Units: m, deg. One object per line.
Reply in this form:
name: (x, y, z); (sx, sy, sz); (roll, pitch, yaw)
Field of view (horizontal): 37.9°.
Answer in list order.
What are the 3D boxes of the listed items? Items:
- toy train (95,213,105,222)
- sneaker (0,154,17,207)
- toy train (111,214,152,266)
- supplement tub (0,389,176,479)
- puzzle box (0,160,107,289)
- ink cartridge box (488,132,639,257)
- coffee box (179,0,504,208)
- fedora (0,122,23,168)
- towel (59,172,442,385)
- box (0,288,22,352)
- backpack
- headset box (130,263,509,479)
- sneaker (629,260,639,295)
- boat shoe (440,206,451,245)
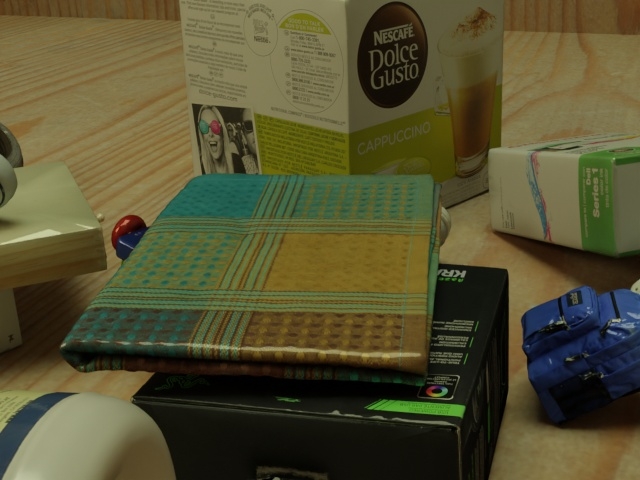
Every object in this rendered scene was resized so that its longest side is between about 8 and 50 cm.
toy train: (-0.372, -0.048, 1.241); (0.125, 0.166, 0.046); (-21, 58, 8)
sneaker: (-0.433, -0.044, 0.938); (0.258, 0.094, 0.091); (-2, 39, 15)
toy train: (-0.123, 0.031, 1.025); (0.105, 0.143, 0.248); (26, 27, 25)
supplement tub: (-0.259, 0.195, 0.501); (0.325, 0.235, 0.235); (1, 22, 8)
puzzle box: (-0.454, 0.002, 0.988); (0.409, 0.052, 0.272); (-11, 24, -19)
ink cartridge box: (0.363, -0.066, 1.160); (0.201, 0.117, 0.278); (-9, 10, -18)
coffee box: (0.036, -0.229, 1.375); (0.338, 0.334, 0.338); (19, 31, 41)
fedora: (-0.573, -0.105, 1.355); (0.244, 0.124, 0.275); (32, 26, 8)
towel: (-0.033, 0.017, 0.810); (0.271, 0.040, 0.370); (1, 23, 7)
box: (-0.428, 0.074, 1.002); (0.170, 0.091, 0.130); (16, 28, 37)
backpack: (0.246, 0.095, 0.837); (0.120, 0.101, 0.098); (-24, 21, 20)
headset box: (0.015, 0.130, 0.761); (0.246, 0.131, 0.283); (2, 23, 19)
sneaker: (0.365, 0.086, 0.914); (0.131, 0.112, 0.296); (-10, 14, 26)
boat shoe: (-0.001, -0.001, 1.143); (0.320, 0.118, 0.103); (2, 61, 3)
